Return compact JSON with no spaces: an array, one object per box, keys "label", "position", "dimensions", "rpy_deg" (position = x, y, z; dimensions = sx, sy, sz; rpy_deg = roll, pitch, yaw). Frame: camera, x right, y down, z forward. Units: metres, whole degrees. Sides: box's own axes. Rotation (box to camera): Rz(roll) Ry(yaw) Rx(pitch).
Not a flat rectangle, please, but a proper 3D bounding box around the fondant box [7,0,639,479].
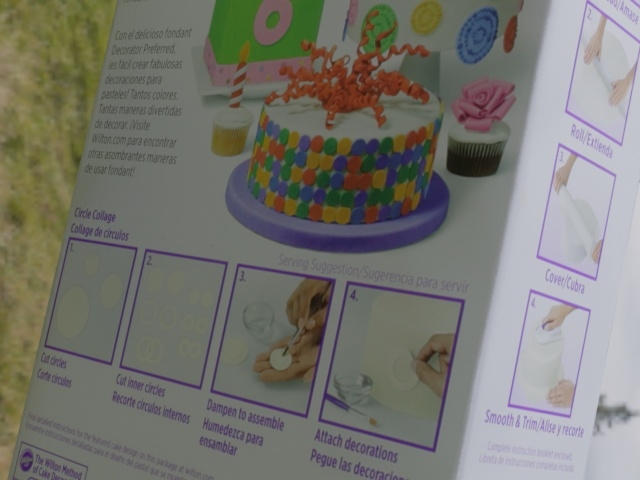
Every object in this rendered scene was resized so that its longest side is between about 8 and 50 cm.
[{"label":"fondant box","position":[0.000,0.000,0.490],"dimensions":[0.096,0.238,0.330],"rpy_deg":[16,84,-48]}]
